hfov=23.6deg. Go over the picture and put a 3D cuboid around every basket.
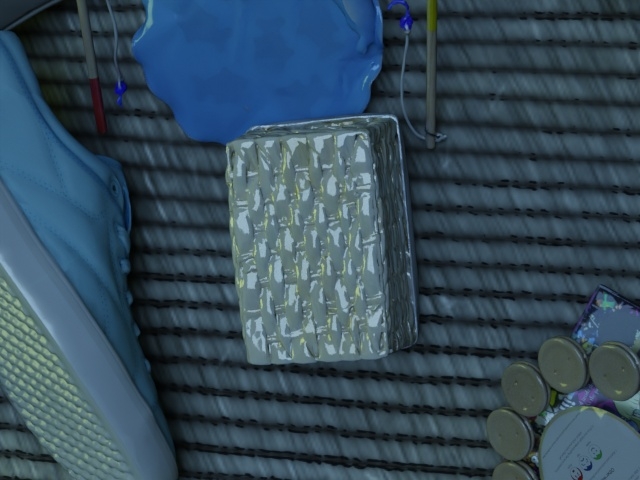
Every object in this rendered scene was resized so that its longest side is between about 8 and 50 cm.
[{"bbox_3d":[0.000,0.000,1.041,0.113,0.103,0.167,-4,94,13],"label":"basket"}]

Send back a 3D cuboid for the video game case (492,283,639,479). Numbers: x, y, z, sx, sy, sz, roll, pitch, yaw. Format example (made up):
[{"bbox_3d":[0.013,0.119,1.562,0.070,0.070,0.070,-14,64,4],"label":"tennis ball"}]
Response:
[{"bbox_3d":[0.224,0.179,1.020,0.210,0.042,0.232,28,93,13],"label":"video game case"}]

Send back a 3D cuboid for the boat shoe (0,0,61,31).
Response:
[{"bbox_3d":[-0.233,-0.216,1.099,0.335,0.112,0.095,-21,64,-9],"label":"boat shoe"}]

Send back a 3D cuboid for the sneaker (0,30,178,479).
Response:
[{"bbox_3d":[-0.174,0.013,1.083,0.150,0.135,0.366,-34,103,-33],"label":"sneaker"}]

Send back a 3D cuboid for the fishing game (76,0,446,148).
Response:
[{"bbox_3d":[-0.044,-0.145,1.079,0.264,0.041,0.189,0,119,12],"label":"fishing game"}]

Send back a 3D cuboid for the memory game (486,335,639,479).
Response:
[{"bbox_3d":[0.177,0.146,0.952,0.186,0.012,0.186,20,119,41],"label":"memory game"}]
